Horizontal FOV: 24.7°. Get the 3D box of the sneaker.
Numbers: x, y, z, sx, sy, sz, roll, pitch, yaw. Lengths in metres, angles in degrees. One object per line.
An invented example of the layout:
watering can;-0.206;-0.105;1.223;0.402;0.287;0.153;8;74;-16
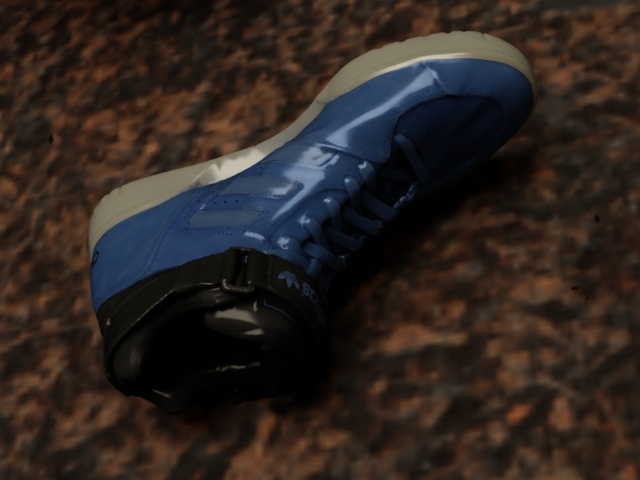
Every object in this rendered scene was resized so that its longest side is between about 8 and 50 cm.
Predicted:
sneaker;0.000;0.001;0.433;0.152;0.058;0.084;-22;45;11
